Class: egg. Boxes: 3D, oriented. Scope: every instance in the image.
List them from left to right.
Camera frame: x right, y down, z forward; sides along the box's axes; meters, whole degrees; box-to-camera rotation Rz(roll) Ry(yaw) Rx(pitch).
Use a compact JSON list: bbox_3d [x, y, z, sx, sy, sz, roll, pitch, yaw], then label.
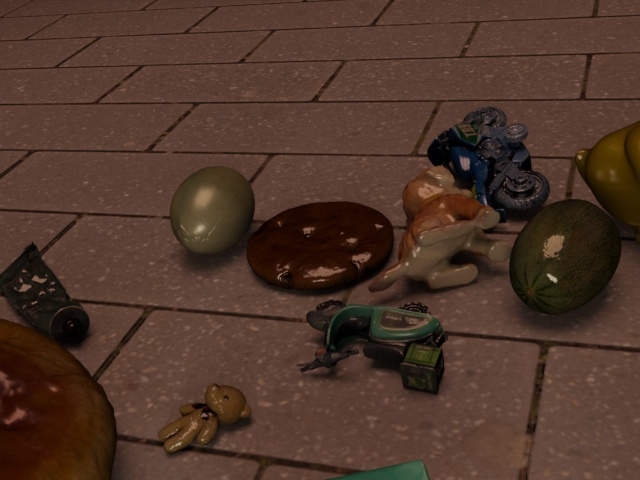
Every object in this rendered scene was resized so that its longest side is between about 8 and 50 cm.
[{"bbox_3d":[-0.152,-0.042,1.166,0.114,0.114,0.152,3,32,20],"label":"egg"}]

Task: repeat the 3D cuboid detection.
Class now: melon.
[{"bbox_3d":[0.282,0.016,0.955,0.114,0.114,0.167,13,41,33],"label":"melon"}]

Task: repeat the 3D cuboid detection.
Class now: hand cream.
[{"bbox_3d":[-0.371,0.070,1.104,0.075,0.052,0.248,-26,35,-27],"label":"hand cream"}]

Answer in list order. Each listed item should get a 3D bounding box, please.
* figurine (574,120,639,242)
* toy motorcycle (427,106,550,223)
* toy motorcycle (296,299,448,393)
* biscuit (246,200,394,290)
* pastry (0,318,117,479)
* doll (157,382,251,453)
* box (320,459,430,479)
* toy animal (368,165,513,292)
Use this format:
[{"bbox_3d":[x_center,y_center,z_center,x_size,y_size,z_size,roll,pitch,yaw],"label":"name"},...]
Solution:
[{"bbox_3d":[0.438,-0.064,0.952,0.218,0.169,0.327,-29,11,-10],"label":"figurine"},{"bbox_3d":[0.235,-0.113,1.204,0.136,0.092,0.254,-19,40,3],"label":"toy motorcycle"},{"bbox_3d":[0.056,0.110,0.919,0.173,0.058,0.100,7,41,23],"label":"toy motorcycle"},{"bbox_3d":[0.000,0.000,1.131,0.212,0.036,0.212,-7,30,4],"label":"biscuit"},{"bbox_3d":[-0.358,0.197,0.756,0.356,0.163,0.356,12,26,-6],"label":"pastry"},{"bbox_3d":[-0.120,0.189,0.868,0.093,0.051,0.061,-46,39,-3],"label":"doll"},{"bbox_3d":[0.015,0.307,0.549,0.205,0.118,0.311,-12,31,-1],"label":"box"},{"bbox_3d":[0.125,-0.017,1.073,0.184,0.104,0.185,-22,36,-1],"label":"toy animal"}]
